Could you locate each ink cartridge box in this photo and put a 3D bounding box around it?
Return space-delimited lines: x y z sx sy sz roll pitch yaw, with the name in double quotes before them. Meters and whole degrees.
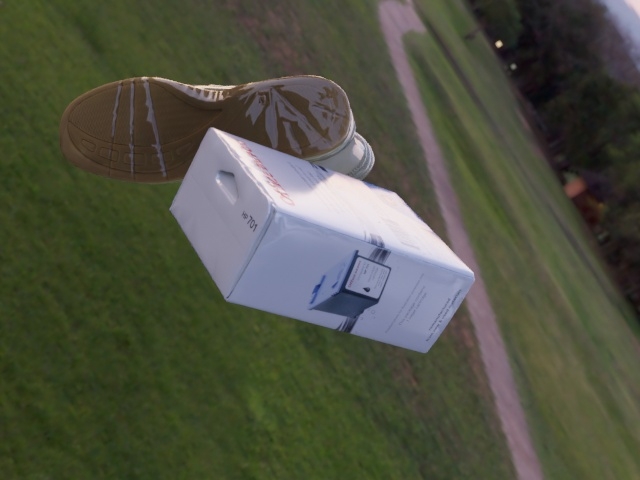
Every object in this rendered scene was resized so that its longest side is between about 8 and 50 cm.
"ink cartridge box" 0.000 0.000 0.809 0.191 0.082 0.139 16 22 -34

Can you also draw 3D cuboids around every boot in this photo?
"boot" -0.087 -0.087 0.989 0.203 0.262 0.095 32 53 -77
